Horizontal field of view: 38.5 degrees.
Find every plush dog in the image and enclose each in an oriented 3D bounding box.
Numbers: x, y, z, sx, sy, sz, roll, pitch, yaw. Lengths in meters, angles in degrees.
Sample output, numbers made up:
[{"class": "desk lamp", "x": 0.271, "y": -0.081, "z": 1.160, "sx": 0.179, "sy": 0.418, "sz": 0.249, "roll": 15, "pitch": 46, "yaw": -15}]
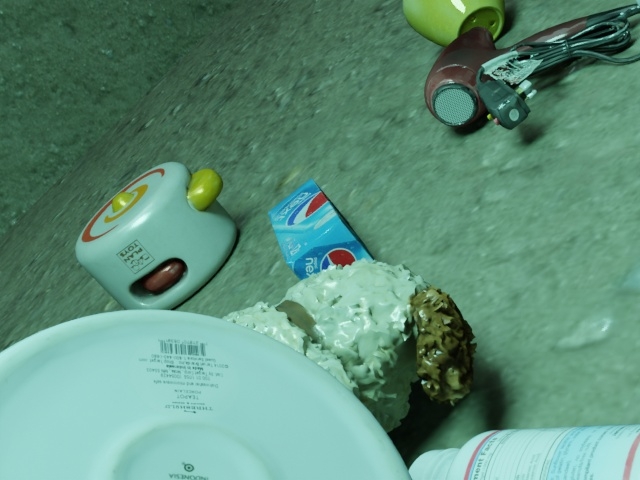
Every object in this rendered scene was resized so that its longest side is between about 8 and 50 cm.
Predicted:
[{"class": "plush dog", "x": -0.012, "y": 0.094, "z": 0.658, "sx": 0.225, "sy": 0.211, "sz": 0.262, "roll": -35, "pitch": 18, "yaw": -22}]

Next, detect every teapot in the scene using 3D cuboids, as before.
[{"class": "teapot", "x": -0.086, "y": 0.170, "z": 0.432, "sx": 0.252, "sy": 0.256, "sz": 0.187, "roll": -35, "pitch": -23, "yaw": -49}]

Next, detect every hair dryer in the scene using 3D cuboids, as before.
[{"class": "hair dryer", "x": 0.224, "y": -0.192, "z": 1.017, "sx": 0.223, "sy": 0.080, "sz": 0.293, "roll": -27, "pitch": 26, "yaw": -10}]

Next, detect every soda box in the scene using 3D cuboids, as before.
[{"class": "soda box", "x": 0.000, "y": 0.000, "z": 0.943, "sx": 0.067, "sy": 0.071, "sz": 0.210, "roll": -39, "pitch": 16, "yaw": 2}]

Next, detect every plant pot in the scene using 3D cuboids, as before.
[{"class": "plant pot", "x": 0.188, "y": -0.302, "z": 1.197, "sx": 0.134, "sy": 0.134, "sz": 0.095, "roll": -36, "pitch": 49, "yaw": 9}]

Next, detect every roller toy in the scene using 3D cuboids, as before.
[{"class": "roller toy", "x": -0.223, "y": -0.007, "z": 1.229, "sx": 0.209, "sy": 0.146, "sz": 0.191, "roll": -7, "pitch": 39, "yaw": 52}]

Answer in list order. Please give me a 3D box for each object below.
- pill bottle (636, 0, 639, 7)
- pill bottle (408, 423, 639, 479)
[{"class": "pill bottle", "x": 0.351, "y": -0.220, "z": 0.787, "sx": 0.108, "sy": 0.108, "sz": 0.180, "roll": -39, "pitch": 22, "yaw": 2}, {"class": "pill bottle", "x": 0.123, "y": 0.143, "z": 0.485, "sx": 0.160, "sy": 0.087, "sz": 0.087, "roll": -15, "pitch": 32, "yaw": 46}]
